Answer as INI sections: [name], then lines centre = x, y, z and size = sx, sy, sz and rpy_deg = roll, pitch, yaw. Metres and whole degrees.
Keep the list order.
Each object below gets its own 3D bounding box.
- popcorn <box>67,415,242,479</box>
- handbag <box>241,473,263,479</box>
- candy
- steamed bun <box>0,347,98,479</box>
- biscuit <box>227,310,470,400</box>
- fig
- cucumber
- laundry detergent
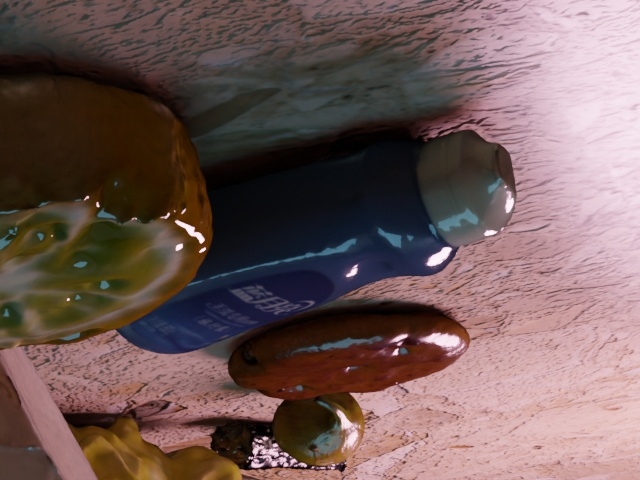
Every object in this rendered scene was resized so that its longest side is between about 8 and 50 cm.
[popcorn]
centre = -0.221, 0.319, 1.837
size = 0.312, 0.312, 0.312
rpy_deg = -6, 162, -2
[handbag]
centre = -0.167, 0.310, 2.119
size = 0.270, 0.117, 0.182
rpy_deg = -20, 166, 37
[candy]
centre = -0.190, -0.008, 1.129
size = 0.260, 0.118, 0.260
rpy_deg = -9, 162, -3
[steamed bun]
centre = -0.275, 0.189, 1.369
size = 0.206, 0.324, 0.324
rpy_deg = -27, 163, -6
[biscuit]
centre = 0.026, 0.102, 1.667
size = 0.212, 0.036, 0.212
rpy_deg = -6, 163, -2
[fig]
centre = 0.006, 0.172, 1.802
size = 0.084, 0.082, 0.098
rpy_deg = 41, 155, -15
[cucumber]
centre = -0.035, 0.212, 1.965
size = 0.053, 0.053, 0.181
rpy_deg = -22, 158, 40
[laundry detergent]
centre = 0.000, 0.000, 1.252
size = 0.290, 0.094, 0.143
rpy_deg = -16, 156, 26
